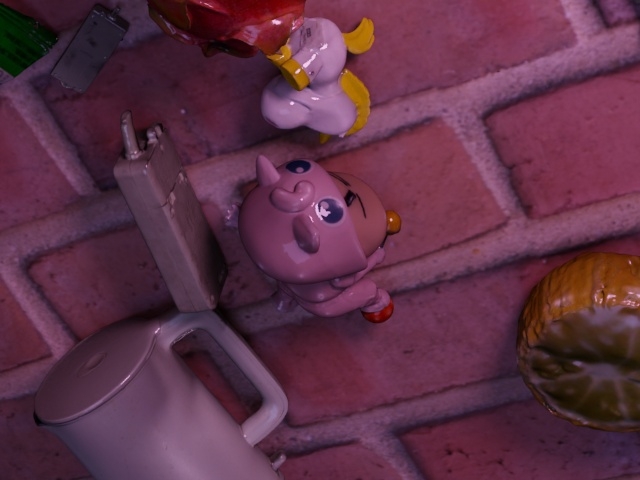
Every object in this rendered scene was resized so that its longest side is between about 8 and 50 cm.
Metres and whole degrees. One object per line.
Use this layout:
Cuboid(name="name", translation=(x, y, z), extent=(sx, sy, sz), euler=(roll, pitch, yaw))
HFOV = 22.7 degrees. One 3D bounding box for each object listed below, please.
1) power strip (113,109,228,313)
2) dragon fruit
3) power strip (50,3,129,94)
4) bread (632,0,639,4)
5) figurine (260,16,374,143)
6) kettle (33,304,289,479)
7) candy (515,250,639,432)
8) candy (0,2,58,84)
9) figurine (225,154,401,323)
Cuboid(name="power strip", translation=(-0.190, -0.043, 1.959), extent=(0.053, 0.093, 0.288), euler=(-8, 126, 21))
Cuboid(name="dragon fruit", translation=(-0.096, -0.337, 1.630), extent=(0.250, 0.250, 0.315), euler=(23, 112, -6))
Cuboid(name="power strip", translation=(-0.268, -0.228, 1.876), extent=(0.051, 0.019, 0.136), euler=(32, 127, -11))
Cuboid(name="bread", translation=(0.400, -0.313, 1.620), extent=(0.141, 0.178, 0.266), euler=(-30, 125, -6))
Cuboid(name="figurine", translation=(-0.003, -0.175, 1.824), extent=(0.129, 0.109, 0.178), euler=(-6, 133, -11))
Cuboid(name="kettle", translation=(-0.191, 0.265, 2.136), extent=(0.265, 0.205, 0.318), euler=(-22, 118, 29))
Cuboid(name="candy", translation=(0.367, 0.129, 1.969), extent=(0.259, 0.118, 0.260), euler=(7, 134, 7))
Cuboid(name="candy", translation=(-0.430, -0.224, 1.880), extent=(0.203, 0.078, 0.141), euler=(-26, 118, 34))
Cuboid(name="figurine", translation=(0.000, 0.000, 1.940), extent=(0.186, 0.176, 0.287), euler=(-35, 143, -13))
